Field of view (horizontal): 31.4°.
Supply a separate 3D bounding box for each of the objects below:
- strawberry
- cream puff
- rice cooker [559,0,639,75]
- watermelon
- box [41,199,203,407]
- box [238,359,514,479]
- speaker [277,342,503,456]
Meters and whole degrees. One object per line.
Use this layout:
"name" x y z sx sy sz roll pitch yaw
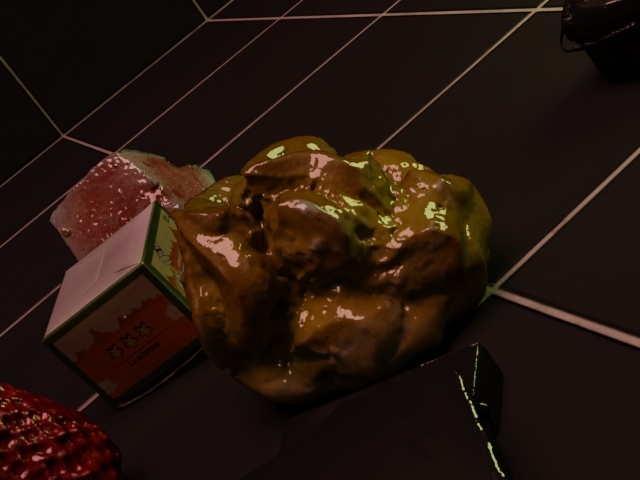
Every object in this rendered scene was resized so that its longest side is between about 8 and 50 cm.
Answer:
"strawberry" -0.335 0.241 1.217 0.205 0.244 0.205 -32 24 16
"cream puff" 0.001 -0.001 1.212 0.324 0.257 0.291 -22 30 29
"rice cooker" 0.386 -0.277 1.370 0.203 0.118 0.142 -19 29 32
"watermelon" -0.262 -0.029 1.692 0.213 0.201 0.261 -42 26 7
"box" -0.240 0.083 1.503 0.177 0.148 0.195 -36 22 13
"box" 0.029 0.253 0.877 0.289 0.073 0.290 -33 31 9
"speaker" 0.062 0.169 1.061 0.218 0.044 0.082 -24 26 26
